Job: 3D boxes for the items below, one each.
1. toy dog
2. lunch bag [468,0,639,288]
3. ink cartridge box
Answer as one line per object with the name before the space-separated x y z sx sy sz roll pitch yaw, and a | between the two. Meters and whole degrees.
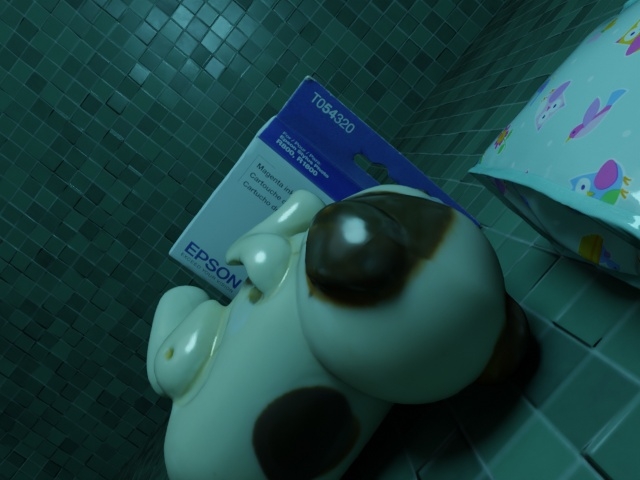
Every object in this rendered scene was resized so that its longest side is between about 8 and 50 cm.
toy dog | -0.005 0.103 0.540 0.408 0.284 0.395 -43 15 32
lunch bag | 0.254 -0.082 0.369 0.223 0.160 0.262 -49 4 8
ink cartridge box | 0.000 0.000 0.746 0.330 0.324 0.071 -47 11 27
